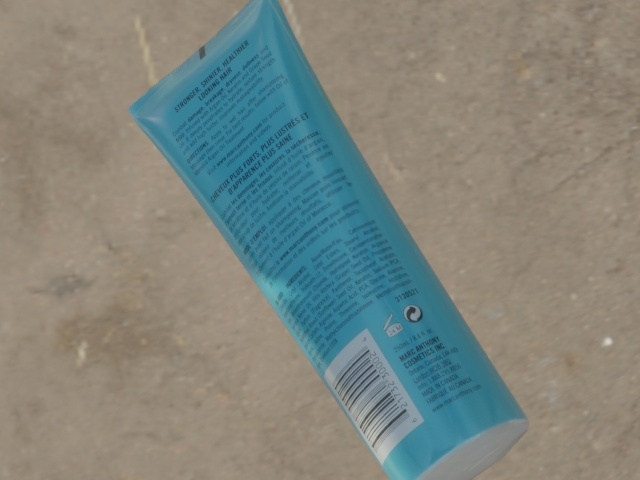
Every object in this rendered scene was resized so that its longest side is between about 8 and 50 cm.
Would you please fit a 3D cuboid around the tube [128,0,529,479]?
[{"bbox_3d":[0.000,0.000,0.541,0.080,0.052,0.207,-38,67,12],"label":"tube"}]
